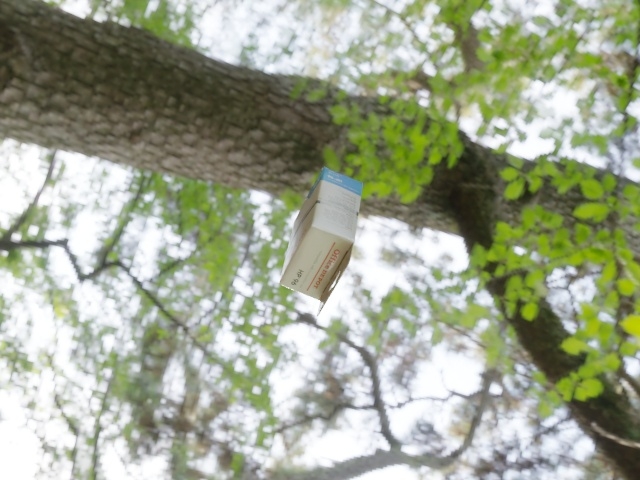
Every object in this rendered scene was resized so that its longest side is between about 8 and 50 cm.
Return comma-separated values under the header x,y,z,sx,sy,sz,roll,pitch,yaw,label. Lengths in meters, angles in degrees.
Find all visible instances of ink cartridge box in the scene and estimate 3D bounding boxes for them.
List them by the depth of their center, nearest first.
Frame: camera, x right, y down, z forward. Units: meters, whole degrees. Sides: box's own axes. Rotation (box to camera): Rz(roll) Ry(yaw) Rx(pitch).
x,y,z,sx,sy,sz,roll,pitch,yaw,label
0.000,0.000,0.623,0.083,0.028,0.048,-80,-165,-56,ink cartridge box
